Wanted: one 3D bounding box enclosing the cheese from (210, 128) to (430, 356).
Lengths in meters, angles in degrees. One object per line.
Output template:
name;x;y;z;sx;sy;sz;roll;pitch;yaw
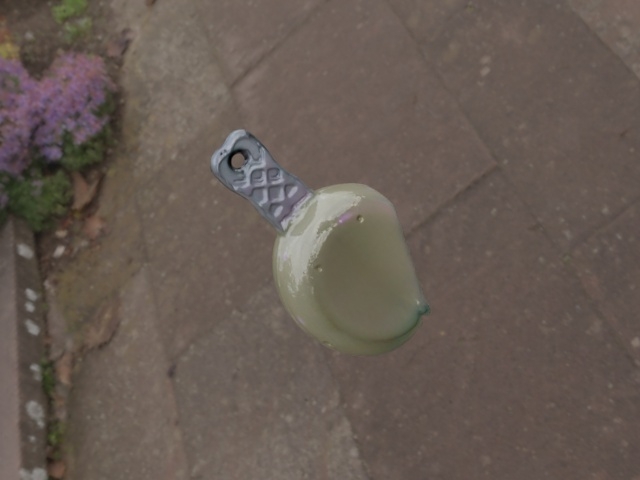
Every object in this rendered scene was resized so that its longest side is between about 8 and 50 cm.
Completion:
cheese;0.006;-0.004;0.564;0.092;0.171;0.047;-35;21;-20
